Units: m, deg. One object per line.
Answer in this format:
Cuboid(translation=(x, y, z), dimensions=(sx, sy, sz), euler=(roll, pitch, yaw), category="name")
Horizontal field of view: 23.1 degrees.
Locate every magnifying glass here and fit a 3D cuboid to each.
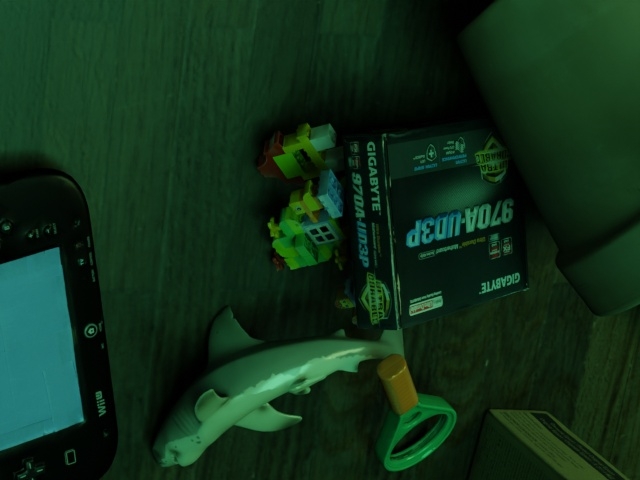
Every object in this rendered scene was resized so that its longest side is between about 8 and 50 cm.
Cuboid(translation=(0.085, 0.167, 1.533), dimensions=(0.092, 0.026, 0.231), euler=(-35, 153, -8), category="magnifying glass")

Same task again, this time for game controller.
Cuboid(translation=(-0.268, 0.094, 1.373), dimensions=(0.166, 0.067, 0.319), euler=(-13, 116, -21), category="game controller")

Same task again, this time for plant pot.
Cuboid(translation=(0.280, -0.138, 1.408), dimensions=(0.323, 0.323, 0.280), euler=(-42, 91, -5), category="plant pot")

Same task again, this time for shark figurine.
Cuboid(translation=(-0.044, 0.107, 1.473), dimensions=(0.278, 0.116, 0.166), euler=(-22, 152, -8), category="shark figurine")

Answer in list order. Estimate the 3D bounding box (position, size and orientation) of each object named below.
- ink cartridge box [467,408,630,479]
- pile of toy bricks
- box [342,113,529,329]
Cuboid(translation=(0.224, 0.320, 1.627), dimensions=(0.088, 0.193, 0.234), euler=(5, 108, -27), category="ink cartridge box")
Cuboid(translation=(0.000, 0.000, 1.458), dimensions=(0.105, 0.118, 0.212), euler=(-14, 136, 23), category="pile of toy bricks")
Cuboid(translation=(0.110, -0.022, 1.444), dimensions=(0.220, 0.051, 0.175), euler=(-12, 100, -50), category="box")
